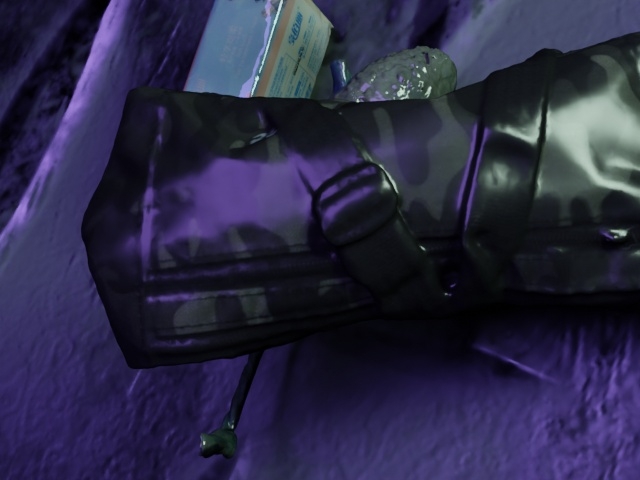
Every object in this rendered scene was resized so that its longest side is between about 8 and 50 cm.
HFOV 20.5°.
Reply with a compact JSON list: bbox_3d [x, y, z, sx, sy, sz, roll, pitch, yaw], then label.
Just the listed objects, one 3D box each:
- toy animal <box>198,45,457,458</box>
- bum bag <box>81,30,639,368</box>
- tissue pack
[{"bbox_3d":[-0.002,0.003,0.969,0.070,0.079,0.253,28,86,39],"label":"toy animal"},{"bbox_3d":[0.049,-0.022,0.878,0.340,0.095,0.144,-6,87,3],"label":"bum bag"},{"bbox_3d":[-0.038,-0.100,1.035,0.058,0.074,0.094,13,76,25],"label":"tissue pack"}]
